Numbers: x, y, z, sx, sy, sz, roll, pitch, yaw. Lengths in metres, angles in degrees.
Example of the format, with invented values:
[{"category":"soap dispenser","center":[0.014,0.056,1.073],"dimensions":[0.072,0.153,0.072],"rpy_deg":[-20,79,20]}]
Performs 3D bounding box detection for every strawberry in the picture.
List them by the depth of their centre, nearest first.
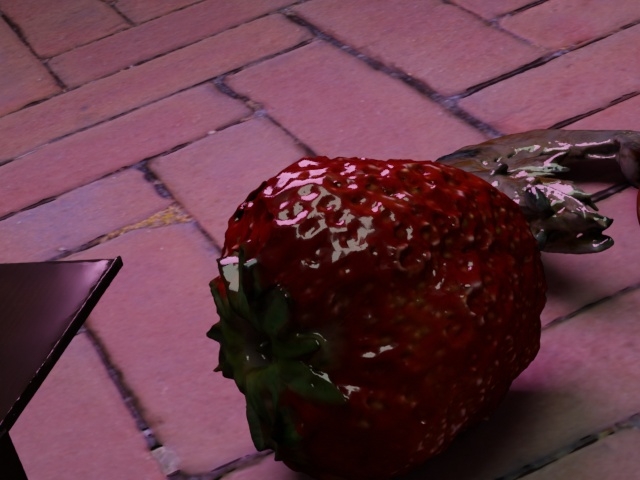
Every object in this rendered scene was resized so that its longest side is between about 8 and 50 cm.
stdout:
[{"category":"strawberry","center":[0.055,0.054,1.245],"dimensions":[0.277,0.257,0.257],"rpy_deg":[-9,23,-22]}]

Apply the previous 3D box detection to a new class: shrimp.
[{"category":"shrimp","center":[0.212,-0.054,1.502],"dimensions":[0.247,0.085,0.360],"rpy_deg":[-19,15,-7]}]

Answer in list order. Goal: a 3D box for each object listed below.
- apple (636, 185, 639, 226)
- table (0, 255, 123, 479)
[{"category":"apple","center":[0.340,-0.028,1.339],"dimensions":[0.156,0.147,0.158],"rpy_deg":[-39,27,1]},{"category":"table","center":[-0.236,0.188,1.113],"dimensions":[0.196,0.250,0.282],"rpy_deg":[-5,31,22]}]
